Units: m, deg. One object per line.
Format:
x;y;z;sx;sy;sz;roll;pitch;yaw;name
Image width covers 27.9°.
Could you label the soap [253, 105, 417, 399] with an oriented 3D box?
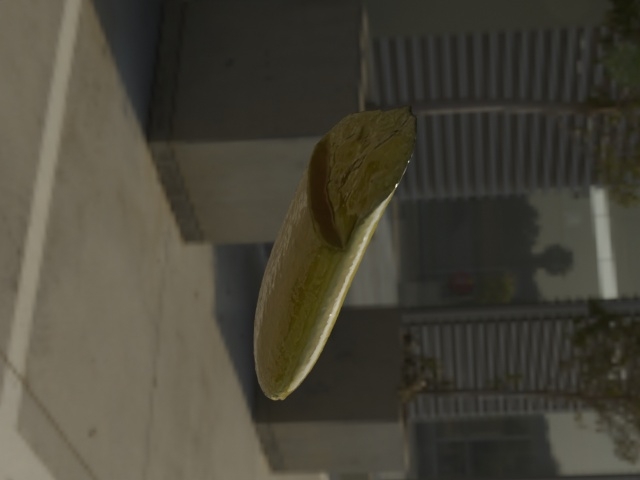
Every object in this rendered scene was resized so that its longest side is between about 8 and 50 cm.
0.000;0.000;0.586;0.089;0.033;0.168;-99;-155;-49;soap
